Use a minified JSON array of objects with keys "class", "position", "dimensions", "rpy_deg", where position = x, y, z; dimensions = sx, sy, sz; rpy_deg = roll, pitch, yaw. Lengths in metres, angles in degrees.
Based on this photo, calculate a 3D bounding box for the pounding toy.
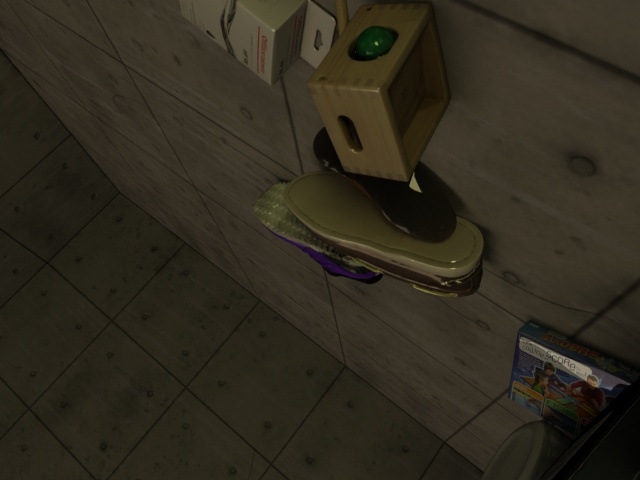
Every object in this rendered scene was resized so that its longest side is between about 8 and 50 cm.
[{"class":"pounding toy","position":[0.047,-0.155,0.491],"dimensions":[0.100,0.130,0.141],"rpy_deg":[14,151,32]}]

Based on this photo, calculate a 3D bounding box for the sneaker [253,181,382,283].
[{"class":"sneaker","position":[0.000,0.001,1.000],"dimensions":[0.293,0.102,0.146],"rpy_deg":[30,161,31]}]

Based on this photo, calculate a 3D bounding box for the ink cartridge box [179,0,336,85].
[{"class":"ink cartridge box","position":[-0.075,-0.250,0.598],"dimensions":[0.180,0.060,0.104],"rpy_deg":[39,163,5]}]

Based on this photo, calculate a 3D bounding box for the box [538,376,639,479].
[{"class":"box","position":[0.400,0.365,0.513],"dimensions":[0.395,0.293,0.212],"rpy_deg":[45,142,27]}]

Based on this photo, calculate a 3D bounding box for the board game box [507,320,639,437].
[{"class":"board game box","position":[0.370,0.215,0.755],"dimensions":[0.201,0.035,0.136],"rpy_deg":[26,130,41]}]

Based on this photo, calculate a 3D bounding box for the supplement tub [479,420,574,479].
[{"class":"supplement tub","position":[0.394,0.425,0.758],"dimensions":[0.315,0.194,0.194],"rpy_deg":[35,163,11]}]

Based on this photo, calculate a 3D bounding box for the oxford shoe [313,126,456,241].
[{"class":"oxford shoe","position":[0.089,-0.077,0.700],"dimensions":[0.212,0.076,0.076],"rpy_deg":[40,-171,10]}]

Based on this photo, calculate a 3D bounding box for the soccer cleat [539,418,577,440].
[{"class":"soccer cleat","position":[0.429,0.353,0.892],"dimensions":[0.116,0.143,0.331],"rpy_deg":[35,162,19]}]

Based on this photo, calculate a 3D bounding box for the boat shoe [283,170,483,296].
[{"class":"boat shoe","position":[0.082,-0.011,0.778],"dimensions":[0.324,0.117,0.097],"rpy_deg":[23,153,32]}]
